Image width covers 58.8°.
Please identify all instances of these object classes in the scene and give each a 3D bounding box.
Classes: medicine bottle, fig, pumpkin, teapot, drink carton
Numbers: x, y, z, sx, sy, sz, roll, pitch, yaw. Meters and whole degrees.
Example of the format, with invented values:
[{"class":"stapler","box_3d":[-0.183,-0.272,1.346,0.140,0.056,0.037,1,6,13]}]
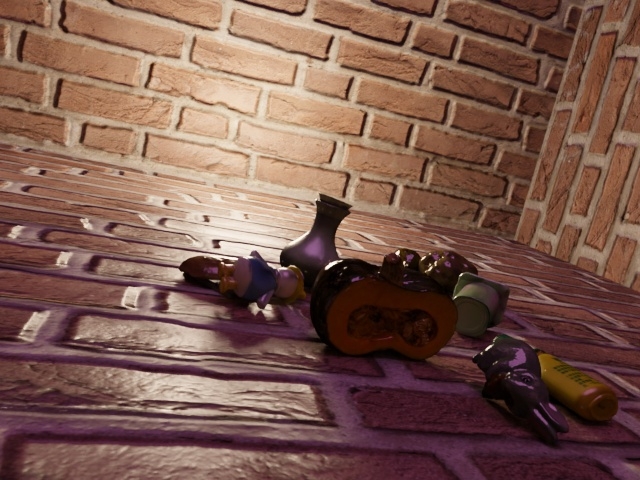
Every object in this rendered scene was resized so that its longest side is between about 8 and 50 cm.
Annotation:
[{"class":"medicine bottle","box_3d":[0.488,0.282,1.223,0.111,0.076,0.309,15,9,-26]},{"class":"fig","box_3d":[0.298,0.078,1.975,0.109,0.103,0.155,-5,3,17]},{"class":"pumpkin","box_3d":[0.136,0.129,1.207,0.317,0.221,0.139,10,10,-18]},{"class":"teapot","box_3d":[0.000,0.000,1.593,0.184,0.250,0.183,22,2,-1]},{"class":"drink carton","box_3d":[0.410,0.184,1.518,0.146,0.144,0.142,17,21,23]}]

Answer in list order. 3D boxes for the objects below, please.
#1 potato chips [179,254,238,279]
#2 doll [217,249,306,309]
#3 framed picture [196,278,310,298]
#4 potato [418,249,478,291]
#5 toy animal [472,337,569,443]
[{"class":"potato chips","box_3d":[-0.254,0.064,1.441,0.202,0.049,0.150,4,8,-5]},{"class":"doll","box_3d":[-0.128,0.097,1.358,0.241,0.098,0.135,15,19,-40]},{"class":"framed picture","box_3d":[-0.190,0.102,1.496,0.209,0.019,0.281,22,14,41]},{"class":"potato","box_3d":[0.430,0.108,1.922,0.200,0.137,0.154,7,41,-28]},{"class":"toy animal","box_3d":[0.375,0.266,1.061,0.108,0.138,0.236,46,1,-11]}]
